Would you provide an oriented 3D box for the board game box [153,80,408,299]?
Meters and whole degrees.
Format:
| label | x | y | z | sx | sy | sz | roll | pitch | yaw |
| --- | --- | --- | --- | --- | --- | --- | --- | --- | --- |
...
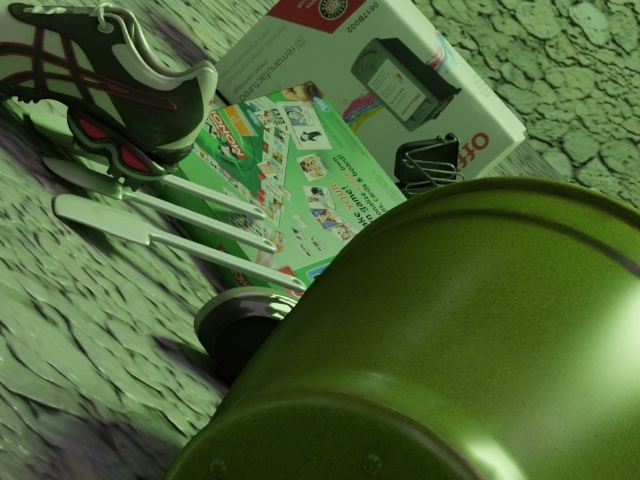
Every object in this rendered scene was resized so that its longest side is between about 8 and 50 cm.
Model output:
| label | x | y | z | sx | sy | sz | roll | pitch | yaw |
| --- | --- | --- | --- | --- | --- | --- | --- | --- | --- |
| board game box | 0.000 | 0.000 | 1.836 | 0.213 | 0.046 | 0.317 | -20 | 64 | -40 |

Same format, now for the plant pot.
| label | x | y | z | sx | sy | sz | roll | pitch | yaw |
| --- | --- | --- | --- | --- | --- | --- | --- | --- | --- |
| plant pot | 0.071 | 0.168 | 1.241 | 0.366 | 0.366 | 0.353 | 49 | 25 | 8 |

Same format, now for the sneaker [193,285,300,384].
| label | x | y | z | sx | sy | sz | roll | pitch | yaw |
| --- | --- | --- | --- | --- | --- | --- | --- | --- | --- |
| sneaker | -0.006 | 0.125 | 1.592 | 0.222 | 0.083 | 0.118 | 38 | 16 | -39 |

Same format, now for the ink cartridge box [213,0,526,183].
| label | x | y | z | sx | sy | sz | roll | pitch | yaw |
| --- | --- | --- | --- | --- | --- | --- | --- | --- | --- |
| ink cartridge box | 0.055 | -0.159 | 2.305 | 0.306 | 0.226 | 0.131 | 47 | 13 | 3 |

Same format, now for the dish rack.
| label | x | y | z | sx | sy | sz | roll | pitch | yaw |
| --- | --- | --- | --- | --- | --- | --- | --- | --- | --- |
| dish rack | 0.131 | 0.022 | 2.065 | 0.074 | 0.208 | 0.271 | -3 | 21 | -13 |

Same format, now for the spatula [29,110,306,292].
| label | x | y | z | sx | sy | sz | roll | pitch | yaw |
| --- | --- | --- | --- | --- | --- | --- | --- | --- | --- |
| spatula | -0.129 | -0.032 | 1.683 | 0.242 | 0.019 | 0.168 | 19 | 22 | -29 |

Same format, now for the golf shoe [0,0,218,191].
| label | x | y | z | sx | sy | sz | roll | pitch | yaw |
| --- | --- | --- | --- | --- | --- | --- | --- | --- | --- |
| golf shoe | -0.213 | -0.160 | 1.642 | 0.273 | 0.120 | 0.105 | 32 | 20 | -7 |
